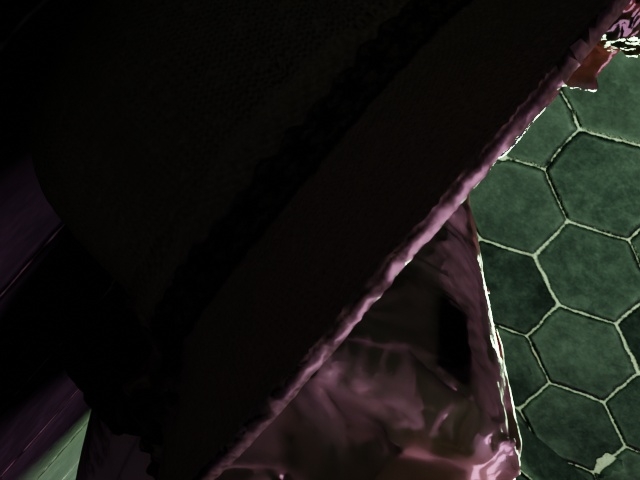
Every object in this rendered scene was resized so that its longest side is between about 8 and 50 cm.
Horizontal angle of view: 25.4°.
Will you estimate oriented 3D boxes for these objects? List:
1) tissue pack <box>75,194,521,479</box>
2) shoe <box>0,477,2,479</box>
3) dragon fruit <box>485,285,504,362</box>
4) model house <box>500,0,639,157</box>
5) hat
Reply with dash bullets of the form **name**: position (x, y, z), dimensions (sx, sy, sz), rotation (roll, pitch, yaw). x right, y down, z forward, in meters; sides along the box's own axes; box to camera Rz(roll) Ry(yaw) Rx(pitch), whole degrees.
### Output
- **tissue pack**: position (-0.045, 0.105, 0.819), dimensions (0.375, 0.195, 0.390), rotation (-57, -164, 33)
- **shoe**: position (-0.232, 0.194, 0.674), dimensions (0.245, 0.095, 0.137), rotation (-52, 175, -33)
- **dragon fruit**: position (-0.015, 0.149, 1.348), dimensions (0.386, 0.371, 0.249), rotation (-55, 137, -2)
- **model house**: position (0.117, -0.142, 0.956), dimensions (0.172, 0.166, 0.183), rotation (-46, 177, 14)
- **hat**: position (-0.015, -0.041, 0.457), dimensions (0.257, 0.130, 0.257), rotation (-49, 177, -4)
